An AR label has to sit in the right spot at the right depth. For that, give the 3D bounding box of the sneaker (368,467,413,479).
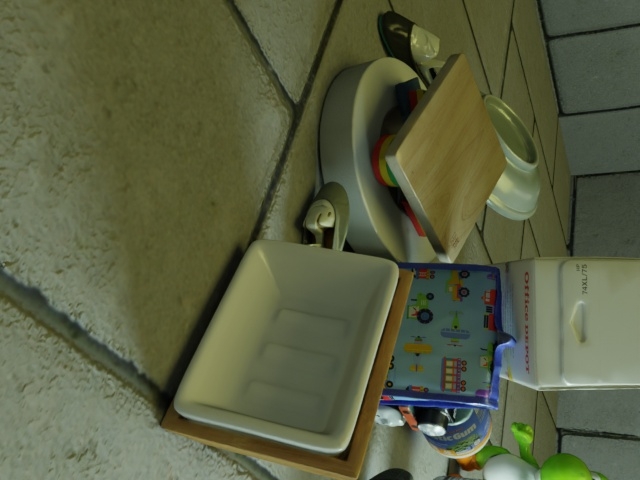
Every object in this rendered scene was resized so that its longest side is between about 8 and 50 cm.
[{"bbox_3d":[0.102,0.507,1.207,0.227,0.087,0.130,-49,132,-49],"label":"sneaker"}]

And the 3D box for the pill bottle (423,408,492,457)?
[{"bbox_3d":[0.255,0.324,1.444,0.272,0.152,0.152,60,38,-41],"label":"pill bottle"}]

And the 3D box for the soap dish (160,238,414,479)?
[{"bbox_3d":[-0.026,0.141,0.854,0.118,0.229,0.291,83,22,-46],"label":"soap dish"}]

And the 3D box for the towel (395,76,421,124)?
[{"bbox_3d":[0.167,-0.231,1.262,0.067,0.029,0.119,-30,110,-50],"label":"towel"}]

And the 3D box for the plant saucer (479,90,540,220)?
[{"bbox_3d":[0.427,-0.241,1.694,0.400,0.100,0.400,29,42,-31],"label":"plant saucer"}]

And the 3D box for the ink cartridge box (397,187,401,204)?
[{"bbox_3d":[0.222,-0.101,1.529,0.189,0.066,0.232,7,86,-62],"label":"ink cartridge box"}]

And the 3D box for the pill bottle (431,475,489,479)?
[{"bbox_3d":[0.290,0.539,1.308,0.176,0.319,0.176,13,75,-62],"label":"pill bottle"}]

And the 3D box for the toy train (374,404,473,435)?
[{"bbox_3d":[0.193,0.199,1.293,0.142,0.190,0.334,57,41,-44],"label":"toy train"}]

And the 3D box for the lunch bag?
[{"bbox_3d":[0.165,0.151,1.129,0.138,0.293,0.221,37,55,-56],"label":"lunch bag"}]

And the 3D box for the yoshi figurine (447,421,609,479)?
[{"bbox_3d":[0.481,0.547,1.635,0.203,0.362,0.203,-11,98,-62],"label":"yoshi figurine"}]

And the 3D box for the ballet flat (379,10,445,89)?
[{"bbox_3d":[0.218,-0.393,1.501,0.280,0.096,0.095,47,48,-51],"label":"ballet flat"}]

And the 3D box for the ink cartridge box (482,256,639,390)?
[{"bbox_3d":[0.397,0.132,1.154,0.270,0.197,0.198,134,-43,-84],"label":"ink cartridge box"}]

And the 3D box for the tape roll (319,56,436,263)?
[{"bbox_3d":[0.133,-0.137,1.285,0.392,0.072,0.392,14,73,-54],"label":"tape roll"}]

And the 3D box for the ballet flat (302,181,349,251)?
[{"bbox_3d":[0.000,0.000,1.068,0.068,0.072,0.213,31,61,-54],"label":"ballet flat"}]

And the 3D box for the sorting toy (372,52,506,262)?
[{"bbox_3d":[0.201,-0.141,1.210,0.257,0.089,0.255,-56,131,-27],"label":"sorting toy"}]
